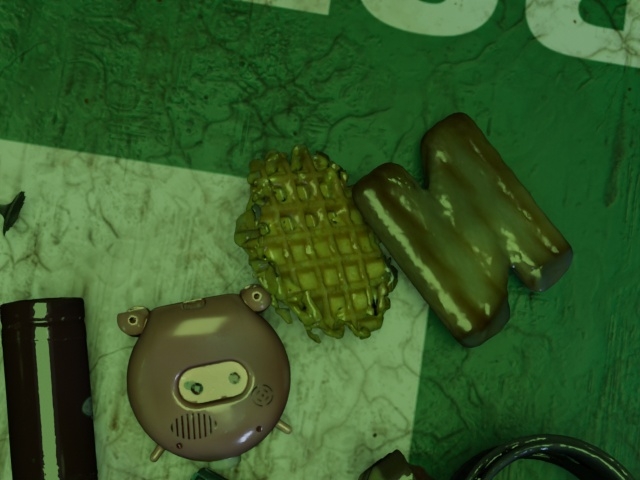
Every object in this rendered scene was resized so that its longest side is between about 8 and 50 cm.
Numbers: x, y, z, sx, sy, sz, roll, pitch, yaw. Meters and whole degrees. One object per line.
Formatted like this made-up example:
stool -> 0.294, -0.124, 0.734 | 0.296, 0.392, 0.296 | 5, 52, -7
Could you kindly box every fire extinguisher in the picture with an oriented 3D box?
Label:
fire extinguisher -> -0.357, 0.249, 1.453 | 0.135, 0.114, 0.337 | 2, 81, -49

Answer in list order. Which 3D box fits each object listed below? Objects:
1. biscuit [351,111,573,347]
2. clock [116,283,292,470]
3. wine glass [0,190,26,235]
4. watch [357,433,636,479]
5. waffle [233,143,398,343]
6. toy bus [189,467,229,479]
biscuit -> 0.203, -0.018, 1.531 | 0.237, 0.062, 0.291 | -38, 90, -23
clock -> -0.151, 0.192, 1.461 | 0.227, 0.142, 0.241 | -10, 88, -6
wine glass -> -0.545, -0.084, 1.491 | 0.262, 0.074, 0.074 | 21, 82, -1
watch -> 0.258, 0.386, 1.409 | 0.327, 0.314, 0.335 | -23, 75, -11
waffle -> 0.002, -0.001, 1.488 | 0.280, 0.060, 0.262 | 36, 54, -20
toy bus -> -0.071, 0.402, 1.457 | 0.261, 0.109, 0.091 | 30, 89, 1
